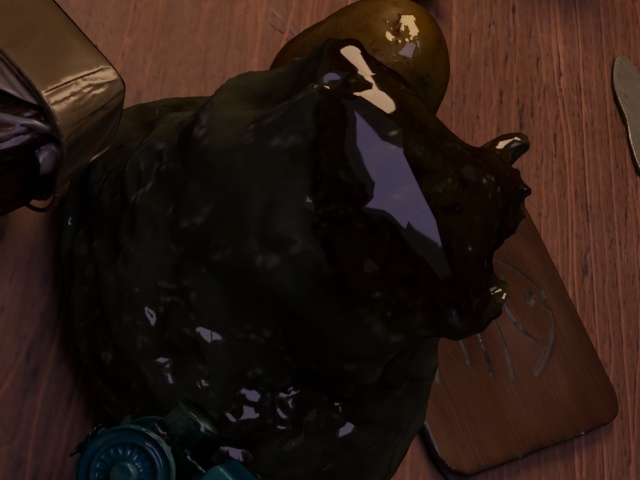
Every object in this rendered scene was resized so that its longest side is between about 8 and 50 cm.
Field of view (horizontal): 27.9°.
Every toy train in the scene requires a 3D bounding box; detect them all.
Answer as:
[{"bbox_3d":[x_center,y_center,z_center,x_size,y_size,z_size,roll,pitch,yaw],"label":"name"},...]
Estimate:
[{"bbox_3d":[-0.119,0.215,0.862,0.163,0.203,0.112,43,0,7],"label":"toy train"}]

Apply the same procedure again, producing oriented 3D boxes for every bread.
[{"bbox_3d":[-0.277,-0.109,0.972,0.212,0.142,0.224,-30,68,-33],"label":"bread"}]

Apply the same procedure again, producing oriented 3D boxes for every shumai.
[{"bbox_3d":[0.000,0.000,1.001,0.324,0.323,0.397,9,57,-33],"label":"shumai"}]

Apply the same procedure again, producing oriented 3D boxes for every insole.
[{"bbox_3d":[0.404,-0.160,1.651,0.063,0.010,0.192,16,54,-31],"label":"insole"}]

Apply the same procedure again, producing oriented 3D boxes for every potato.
[{"bbox_3d":[0.057,-0.163,1.273,0.178,0.158,0.203,49,48,-1],"label":"potato"}]

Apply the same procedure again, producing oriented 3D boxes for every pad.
[{"bbox_3d":[0.165,0.079,1.299,0.284,0.018,0.286,-10,71,-42],"label":"pad"}]
